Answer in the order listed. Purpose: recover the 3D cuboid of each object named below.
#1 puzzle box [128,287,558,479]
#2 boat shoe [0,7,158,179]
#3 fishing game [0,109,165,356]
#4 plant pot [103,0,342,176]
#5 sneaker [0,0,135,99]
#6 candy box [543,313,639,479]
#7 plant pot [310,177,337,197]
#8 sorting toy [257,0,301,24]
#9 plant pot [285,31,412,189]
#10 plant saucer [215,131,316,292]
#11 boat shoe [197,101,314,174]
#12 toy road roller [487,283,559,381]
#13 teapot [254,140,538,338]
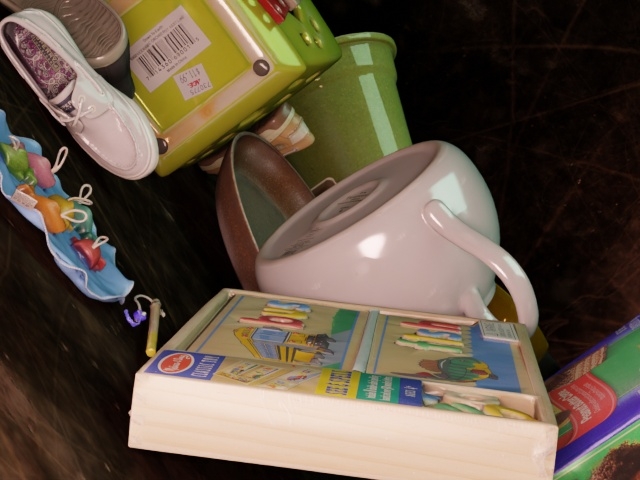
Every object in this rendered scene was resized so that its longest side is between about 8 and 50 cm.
[{"bbox_3d":[0.026,0.101,1.213,0.409,0.272,0.052,-60,156,-83],"label":"puzzle box"},{"bbox_3d":[-0.214,-0.127,1.428,0.184,0.066,0.063,56,21,1],"label":"boat shoe"},{"bbox_3d":[-0.193,-0.034,1.194,0.264,0.041,0.189,53,4,-9],"label":"fishing game"},{"bbox_3d":[-0.137,-0.210,1.715,0.227,0.228,0.207,53,14,-6],"label":"plant pot"},{"bbox_3d":[-0.263,-0.220,1.567,0.222,0.083,0.118,49,-14,19],"label":"sneaker"},{"bbox_3d":[0.166,0.207,1.254,0.122,0.317,0.268,53,6,-3],"label":"candy box"},{"bbox_3d":[0.000,0.000,2.101,0.109,0.109,0.096,55,-5,9],"label":"plant pot"},{"bbox_3d":[-0.049,-0.316,1.703,0.132,0.046,0.274,49,21,-12],"label":"sorting toy"},{"bbox_3d":[0.039,-0.149,2.571,0.254,0.276,0.276,67,10,15],"label":"plant pot"},{"bbox_3d":[-0.029,0.030,1.756,0.311,0.050,0.311,56,16,-26],"label":"plant saucer"},{"bbox_3d":[-0.075,-0.103,1.901,0.072,0.068,0.190,39,-27,-20],"label":"boat shoe"},{"bbox_3d":[0.125,0.126,1.948,0.240,0.202,0.329,43,-2,19],"label":"toy road roller"},{"bbox_3d":[0.077,0.037,1.534,0.187,0.252,0.256,57,17,-12],"label":"teapot"}]
